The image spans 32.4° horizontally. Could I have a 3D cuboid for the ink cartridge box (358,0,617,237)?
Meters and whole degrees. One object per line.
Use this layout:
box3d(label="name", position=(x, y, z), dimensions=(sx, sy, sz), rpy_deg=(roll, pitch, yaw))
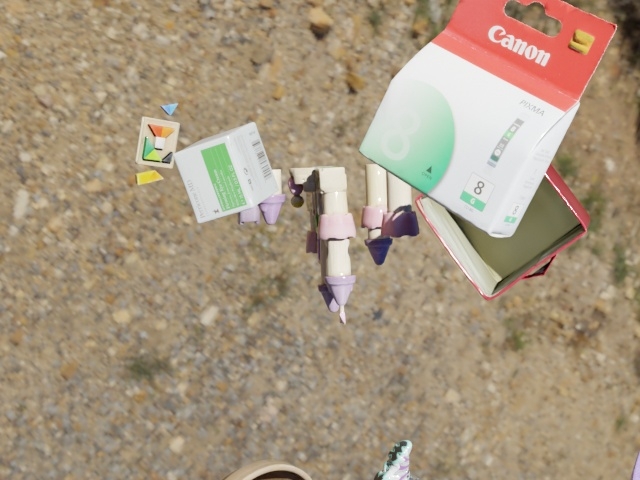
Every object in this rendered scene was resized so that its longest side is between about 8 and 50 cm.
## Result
box3d(label="ink cartridge box", position=(0.158, -0.142, 1.079), dimensions=(0.056, 0.181, 0.224), rpy_deg=(3, 117, -51))

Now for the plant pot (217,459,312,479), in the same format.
box3d(label="plant pot", position=(-0.119, 0.424, 1.612), dimensions=(0.237, 0.110, 0.237), rpy_deg=(-15, 112, -42))

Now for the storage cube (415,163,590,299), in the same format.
box3d(label="storage cube", position=(0.284, -0.044, 1.688), dimensions=(0.184, 0.215, 0.193), rpy_deg=(-38, 176, 16))

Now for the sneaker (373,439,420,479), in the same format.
box3d(label="sneaker", position=(0.137, 0.374, 1.795), dimensions=(0.069, 0.038, 0.098), rpy_deg=(28, 106, -20))

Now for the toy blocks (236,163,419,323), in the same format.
box3d(label="toy blocks", position=(0.000, 0.000, 1.938), dimensions=(0.309, 0.288, 0.260), rpy_deg=(-3, 95, -6))

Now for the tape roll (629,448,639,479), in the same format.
box3d(label="tape roll", position=(0.378, 0.235, 0.865), dimensions=(0.275, 0.275, 0.090), rpy_deg=(-38, 149, -20))

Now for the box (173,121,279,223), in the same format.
box3d(label="box", position=(-0.123, -0.089, 1.451), dimensions=(0.101, 0.087, 0.102), rpy_deg=(71, 23, -9))

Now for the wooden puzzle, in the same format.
box3d(label="wooden puzzle", position=(-0.230, -0.137, 1.568), dimensions=(0.078, 0.014, 0.116), rpy_deg=(-5, 104, -48))
